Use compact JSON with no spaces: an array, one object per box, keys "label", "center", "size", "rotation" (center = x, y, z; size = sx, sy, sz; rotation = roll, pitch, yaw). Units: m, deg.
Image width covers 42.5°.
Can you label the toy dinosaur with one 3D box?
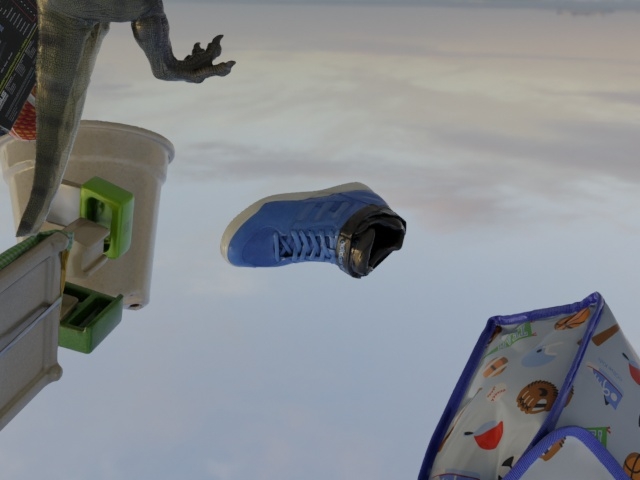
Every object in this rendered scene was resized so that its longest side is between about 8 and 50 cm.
[{"label":"toy dinosaur","center":[-0.109,-0.138,0.446],"size":[0.118,0.268,0.064],"rotation":[-4,-168,-41]}]

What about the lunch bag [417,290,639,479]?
[{"label":"lunch bag","center":[0.306,0.310,1.006],"size":[0.239,0.328,0.385],"rotation":[-26,-162,47]}]

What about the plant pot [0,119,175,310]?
[{"label":"plant pot","center":[-0.433,-0.024,1.535],"size":[0.334,0.305,0.334],"rotation":[-4,168,-1]}]

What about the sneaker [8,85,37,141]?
[{"label":"sneaker","center":[-0.328,-0.185,0.840],"size":[0.064,0.175,0.067],"rotation":[-20,-158,-37]}]

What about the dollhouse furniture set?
[{"label":"dollhouse furniture set","center":[-0.344,0.058,0.893],"size":[0.151,0.197,0.301],"rotation":[16,-153,9]}]

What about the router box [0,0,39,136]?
[{"label":"router box","center":[-0.207,-0.133,0.490],"size":[0.038,0.092,0.122],"rotation":[-8,-128,29]}]

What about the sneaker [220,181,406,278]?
[{"label":"sneaker","center":[0.000,-0.001,0.675],"size":[0.152,0.058,0.084],"rotation":[-15,-145,-28]}]
